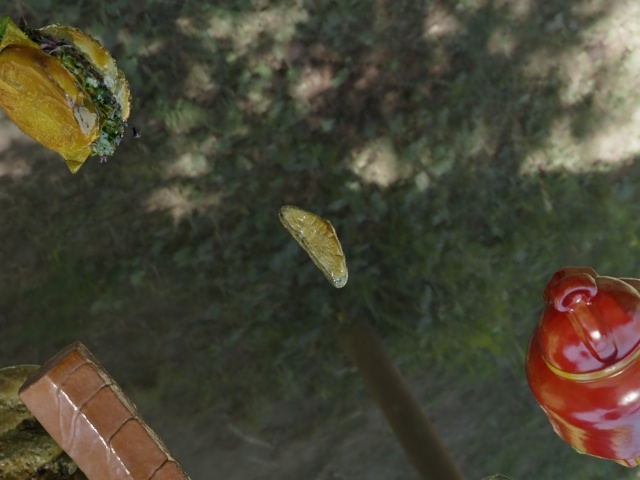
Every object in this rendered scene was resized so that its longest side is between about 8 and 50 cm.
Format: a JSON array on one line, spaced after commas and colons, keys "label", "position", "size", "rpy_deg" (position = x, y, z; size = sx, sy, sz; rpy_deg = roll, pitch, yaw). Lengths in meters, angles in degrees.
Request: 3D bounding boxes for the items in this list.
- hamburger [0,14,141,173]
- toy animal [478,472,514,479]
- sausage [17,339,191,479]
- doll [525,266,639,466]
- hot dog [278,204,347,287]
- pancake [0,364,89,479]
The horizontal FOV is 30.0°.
[{"label": "hamburger", "position": [-0.278, -0.168, 1.284], "size": [0.164, 0.189, 0.093], "rpy_deg": [-25, -157, 52]}, {"label": "toy animal", "position": [0.142, 0.356, 0.845], "size": [0.196, 0.368, 0.241], "rpy_deg": [-16, 172, -37]}, {"label": "sausage", "position": [-0.150, 0.157, 0.897], "size": [0.065, 0.169, 0.065], "rpy_deg": [-35, -169, 8]}, {"label": "doll", "position": [0.303, 0.130, 1.214], "size": [0.182, 0.160, 0.363], "rpy_deg": [-28, 138, 13]}, {"label": "hot dog", "position": [0.000, 0.000, 1.078], "size": [0.034, 0.090, 0.030], "rpy_deg": [-40, 178, -6]}, {"label": "pancake", "position": [-0.405, 0.320, 1.567], "size": [0.356, 0.356, 0.065], "rpy_deg": [-21, 149, -12]}]
